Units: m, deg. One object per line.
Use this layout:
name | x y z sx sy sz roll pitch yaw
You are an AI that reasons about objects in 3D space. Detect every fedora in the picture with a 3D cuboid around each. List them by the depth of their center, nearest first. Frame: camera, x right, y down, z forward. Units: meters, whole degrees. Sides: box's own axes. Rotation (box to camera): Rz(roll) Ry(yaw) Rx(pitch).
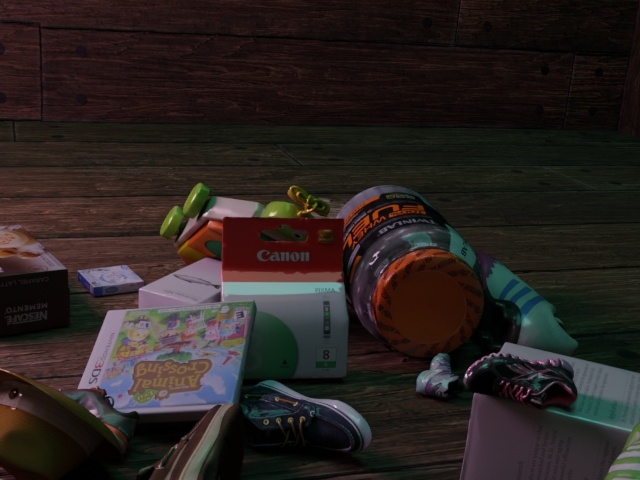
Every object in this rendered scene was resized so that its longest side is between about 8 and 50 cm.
fedora | -0.307 0.213 0.936 0.194 0.194 0.079 13 55 24

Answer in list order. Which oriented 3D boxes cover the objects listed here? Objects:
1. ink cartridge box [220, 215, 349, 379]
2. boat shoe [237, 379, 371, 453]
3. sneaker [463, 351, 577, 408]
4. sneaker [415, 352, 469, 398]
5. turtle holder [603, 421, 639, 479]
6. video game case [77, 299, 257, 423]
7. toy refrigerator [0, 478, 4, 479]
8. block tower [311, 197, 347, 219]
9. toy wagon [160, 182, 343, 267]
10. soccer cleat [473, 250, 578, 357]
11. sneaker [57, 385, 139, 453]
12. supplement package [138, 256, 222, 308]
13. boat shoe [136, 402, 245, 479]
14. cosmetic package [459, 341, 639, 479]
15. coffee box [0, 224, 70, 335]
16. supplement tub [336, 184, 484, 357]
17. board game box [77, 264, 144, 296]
ink cartridge box | -0.050 0.082 1.231 0.181 0.225 0.056 1 9 -10
boat shoe | -0.032 0.228 1.059 0.183 0.065 0.083 12 25 37
sneaker | 0.208 0.149 0.898 0.119 0.047 0.057 1 32 -4
sneaker | 0.184 0.198 1.243 0.069 0.038 0.098 15 30 26
turtle holder | 0.205 0.294 0.539 0.227 0.243 0.320 15 43 -47
video game case | -0.198 0.154 1.126 0.212 0.023 0.193 -5 38 9
toy refrigerator | -0.392 0.259 0.815 0.269 0.094 0.102 13 13 23
block tower | 0.000 0.000 1.720 0.091 0.097 0.335 9 17 11
toy wagon | -0.098 0.006 1.379 0.267 0.068 0.344 29 -27 -17
soccer cleat | 0.310 0.119 1.434 0.143 0.116 0.331 18 17 -12
sneaker | -0.285 0.202 1.042 0.158 0.061 0.065 21 49 14
supplement package | -0.180 0.105 1.323 0.105 0.105 0.179 13 20 23
boat shoe | -0.146 0.246 0.914 0.095 0.095 0.257 1 17 8
cosmetic package | 0.267 0.226 0.978 0.183 0.151 0.151 12 19 22
coffee box | -0.508 0.059 1.396 0.141 0.098 0.246 -7 21 -33
supplement tub | 0.137 0.046 1.423 0.207 0.207 0.338 2 18 -9
board game box | -0.366 0.069 1.528 0.090 0.020 0.090 -7 21 -31
